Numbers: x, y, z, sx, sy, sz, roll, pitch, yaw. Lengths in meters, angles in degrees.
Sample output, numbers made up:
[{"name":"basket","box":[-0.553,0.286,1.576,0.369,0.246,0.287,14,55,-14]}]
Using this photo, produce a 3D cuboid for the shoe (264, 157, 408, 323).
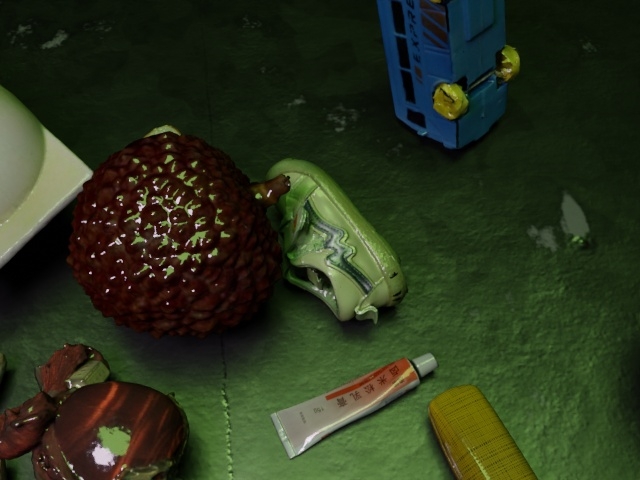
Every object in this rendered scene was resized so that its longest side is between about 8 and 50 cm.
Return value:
[{"name":"shoe","box":[0.006,-0.004,0.922,0.128,0.140,0.262,-32,68,-34]}]

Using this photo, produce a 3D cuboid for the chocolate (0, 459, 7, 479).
[{"name":"chocolate","box":[-0.380,0.299,0.789,0.065,0.031,0.100,-27,53,4]}]

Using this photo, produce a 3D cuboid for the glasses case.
[{"name":"glasses case","box":[0.199,0.271,0.772,0.079,0.064,0.234,-20,57,-14]}]

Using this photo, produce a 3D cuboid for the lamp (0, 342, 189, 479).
[{"name":"lamp","box":[-0.234,0.211,0.770,0.151,0.215,0.223,-42,95,10]}]

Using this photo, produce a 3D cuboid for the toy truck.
[{"name":"toy truck","box":[0.182,-0.326,1.005,0.161,0.384,0.162,-38,45,-23]}]

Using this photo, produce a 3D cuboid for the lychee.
[{"name":"lychee","box":[-0.167,-0.008,0.865,0.300,0.264,0.264,-23,56,9]}]

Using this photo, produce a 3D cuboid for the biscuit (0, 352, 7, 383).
[{"name":"biscuit","box":[-0.526,0.230,0.836,0.290,0.038,0.141,-12,56,-5]}]

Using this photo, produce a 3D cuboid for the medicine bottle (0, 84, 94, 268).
[{"name":"medicine bottle","box":[-0.508,-0.118,0.957,0.406,0.235,0.236,38,64,24]}]

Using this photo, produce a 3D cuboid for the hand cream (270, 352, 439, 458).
[{"name":"hand cream","box":[0.046,0.192,0.855,0.216,0.038,0.052,-24,31,-10]}]

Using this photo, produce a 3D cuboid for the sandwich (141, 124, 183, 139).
[{"name":"sandwich","box":[-0.247,-0.133,1.083,0.093,0.035,0.105,27,59,20]}]
